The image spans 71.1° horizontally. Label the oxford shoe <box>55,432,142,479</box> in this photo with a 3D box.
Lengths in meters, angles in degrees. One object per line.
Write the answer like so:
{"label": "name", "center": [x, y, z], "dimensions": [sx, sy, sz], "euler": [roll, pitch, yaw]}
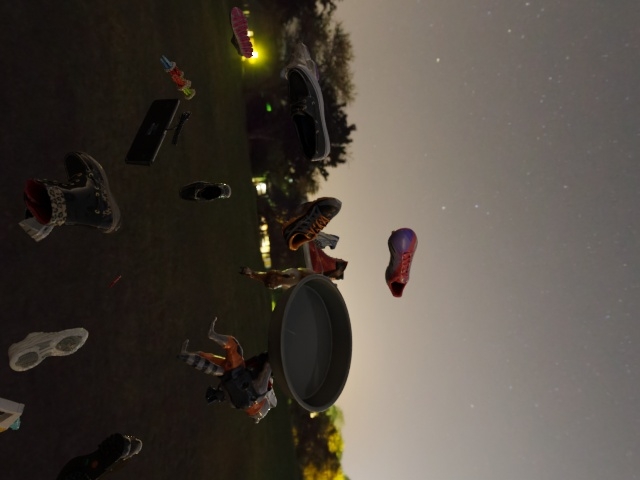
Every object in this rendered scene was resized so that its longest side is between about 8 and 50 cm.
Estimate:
{"label": "oxford shoe", "center": [-0.519, 0.536, 1.054], "dimensions": [0.083, 0.227, 0.096], "euler": [63, 7, 30]}

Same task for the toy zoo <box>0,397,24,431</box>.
{"label": "toy zoo", "center": [-0.950, 0.461, 1.193], "dimensions": [0.293, 0.192, 0.030], "euler": [45, 20, -41]}

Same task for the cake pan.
{"label": "cake pan", "center": [-0.019, 0.222, 0.989], "dimensions": [0.293, 0.054, 0.293], "euler": [22, 64, -56]}

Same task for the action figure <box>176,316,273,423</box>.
{"label": "action figure", "center": [-0.289, 0.423, 1.342], "dimensions": [0.330, 0.341, 0.178], "euler": [46, 23, -7]}

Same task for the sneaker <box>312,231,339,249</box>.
{"label": "sneaker", "center": [0.000, 0.000, 1.459], "dimensions": [0.052, 0.135, 0.058], "euler": [9, -95, 64]}

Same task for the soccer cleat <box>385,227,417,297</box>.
{"label": "soccer cleat", "center": [0.221, 0.061, 1.223], "dimensions": [0.248, 0.083, 0.095], "euler": [91, -5, -54]}

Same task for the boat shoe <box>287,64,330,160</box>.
{"label": "boat shoe", "center": [-0.040, -0.298, 1.060], "dimensions": [0.076, 0.080, 0.228], "euler": [-36, 118, -55]}

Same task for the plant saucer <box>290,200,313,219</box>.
{"label": "plant saucer", "center": [-0.044, -0.093, 1.867], "dimensions": [0.029, 0.168, 0.168], "euler": [66, 12, -51]}

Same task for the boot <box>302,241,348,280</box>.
{"label": "boot", "center": [0.017, 0.061, 1.847], "dimensions": [0.088, 0.176, 0.244], "euler": [89, -10, -63]}

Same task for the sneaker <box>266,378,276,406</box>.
{"label": "sneaker", "center": [-0.203, 0.547, 1.641], "dimensions": [0.258, 0.094, 0.091], "euler": [97, 2, -56]}

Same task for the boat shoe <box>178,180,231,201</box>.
{"label": "boat shoe", "center": [-0.499, -0.205, 1.888], "dimensions": [0.079, 0.233, 0.084], "euler": [-47, 134, -68]}

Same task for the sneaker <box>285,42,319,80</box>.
{"label": "sneaker", "center": [-0.114, -0.855, 2.167], "dimensions": [0.114, 0.152, 0.305], "euler": [74, -4, -50]}

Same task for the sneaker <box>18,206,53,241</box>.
{"label": "sneaker", "center": [-1.144, -0.130, 1.841], "dimensions": [0.115, 0.105, 0.281], "euler": [53, 15, -41]}

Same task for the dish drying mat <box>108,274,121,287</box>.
{"label": "dish drying mat", "center": [-0.756, 0.151, 1.645], "dimensions": [0.032, 0.008, 0.083], "euler": [-50, -166, 5]}

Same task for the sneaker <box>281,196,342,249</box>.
{"label": "sneaker", "center": [-0.021, -0.046, 1.293], "dimensions": [0.084, 0.215, 0.083], "euler": [32, 34, -37]}

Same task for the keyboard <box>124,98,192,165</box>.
{"label": "keyboard", "center": [-0.597, -0.411, 1.686], "dimensions": [0.033, 0.201, 0.317], "euler": [63, 35, -59]}

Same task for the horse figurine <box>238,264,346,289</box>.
{"label": "horse figurine", "center": [-0.066, 0.099, 1.184], "dimensions": [0.174, 0.263, 0.066], "euler": [-4, -92, 64]}

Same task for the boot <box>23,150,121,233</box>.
{"label": "boot", "center": [-0.937, -0.192, 1.658], "dimensions": [0.377, 0.138, 0.284], "euler": [61, 21, 12]}

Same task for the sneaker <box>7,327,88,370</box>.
{"label": "sneaker", "center": [-0.883, 0.324, 1.447], "dimensions": [0.115, 0.232, 0.090], "euler": [29, -60, 36]}

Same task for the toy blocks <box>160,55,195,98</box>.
{"label": "toy blocks", "center": [-0.563, -0.641, 1.751], "dimensions": [0.123, 0.054, 0.148], "euler": [59, 5, 35]}

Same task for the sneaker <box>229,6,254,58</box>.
{"label": "sneaker", "center": [-0.295, -0.742, 1.610], "dimensions": [0.075, 0.063, 0.170], "euler": [22, -43, 48]}
